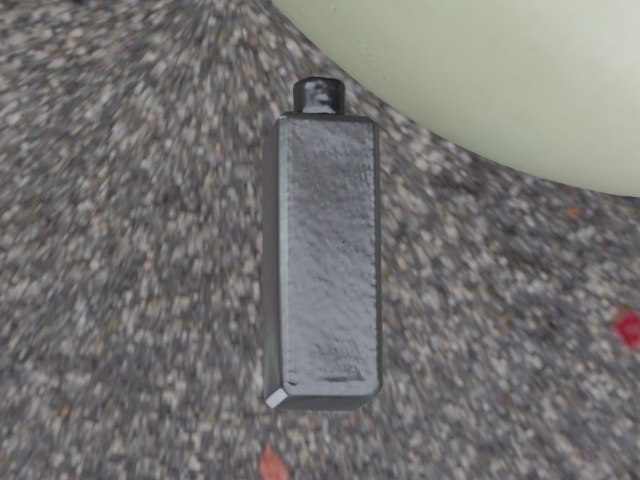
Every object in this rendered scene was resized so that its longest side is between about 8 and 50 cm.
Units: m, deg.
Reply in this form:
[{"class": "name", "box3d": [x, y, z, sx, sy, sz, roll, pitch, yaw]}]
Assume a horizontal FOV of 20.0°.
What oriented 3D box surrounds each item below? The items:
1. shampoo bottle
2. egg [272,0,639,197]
[{"class": "shampoo bottle", "box3d": [0.000, 0.000, 1.346, 0.079, 0.080, 0.246, 3, 75, -13]}, {"class": "egg", "box3d": [0.056, -0.117, 0.404, 0.189, 0.253, 0.188, -14, 143, -11]}]
